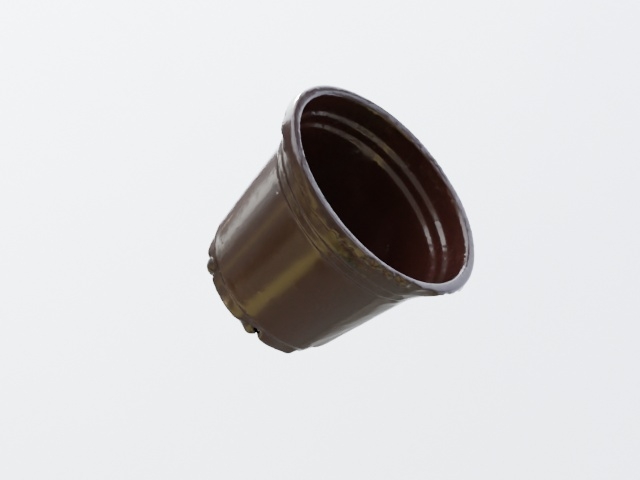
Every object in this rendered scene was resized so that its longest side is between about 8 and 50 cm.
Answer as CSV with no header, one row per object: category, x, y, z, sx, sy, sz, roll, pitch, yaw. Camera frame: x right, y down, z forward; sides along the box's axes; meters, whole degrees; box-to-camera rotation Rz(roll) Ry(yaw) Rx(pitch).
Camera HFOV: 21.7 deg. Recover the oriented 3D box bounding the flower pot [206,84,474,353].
flower pot,0.000,0.000,0.747,0.111,0.111,0.089,43,-58,-10
